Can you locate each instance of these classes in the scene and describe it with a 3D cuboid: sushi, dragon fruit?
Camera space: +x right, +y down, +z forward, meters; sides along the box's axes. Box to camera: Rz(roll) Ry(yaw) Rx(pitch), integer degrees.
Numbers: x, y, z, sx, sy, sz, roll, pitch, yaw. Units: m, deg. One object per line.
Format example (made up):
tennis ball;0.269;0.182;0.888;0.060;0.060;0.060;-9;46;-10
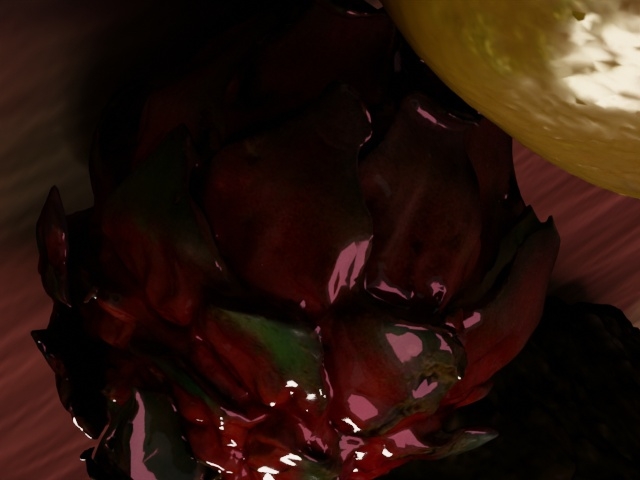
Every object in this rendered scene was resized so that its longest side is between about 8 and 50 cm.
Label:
sushi;0.085;0.179;0.857;0.294;0.178;0.352;-49;152;20
dragon fruit;-0.006;0.006;0.543;0.188;0.182;0.182;-30;154;19

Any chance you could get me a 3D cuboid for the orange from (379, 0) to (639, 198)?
orange;0.134;-0.140;0.428;0.279;0.235;0.279;-24;133;-28
